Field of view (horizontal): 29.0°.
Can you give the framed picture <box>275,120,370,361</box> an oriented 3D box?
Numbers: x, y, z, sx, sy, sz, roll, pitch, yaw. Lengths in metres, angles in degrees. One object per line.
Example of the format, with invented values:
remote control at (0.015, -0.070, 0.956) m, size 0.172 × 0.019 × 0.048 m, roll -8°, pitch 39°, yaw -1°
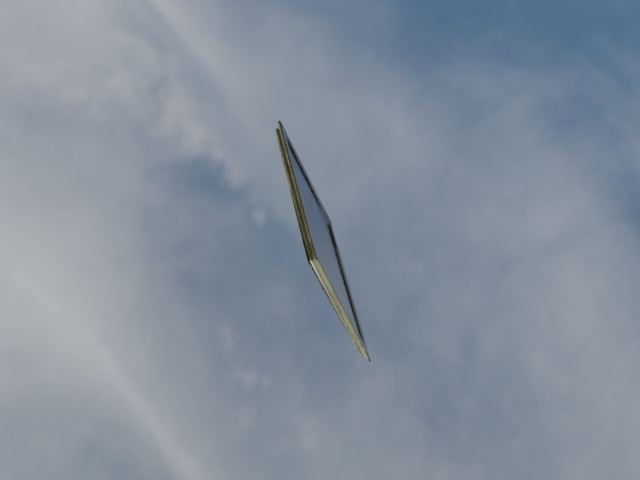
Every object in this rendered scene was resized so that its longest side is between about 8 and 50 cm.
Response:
framed picture at (0.000, 0.000, 1.500) m, size 0.014 × 0.197 × 0.252 m, roll -22°, pitch -136°, yaw 6°
